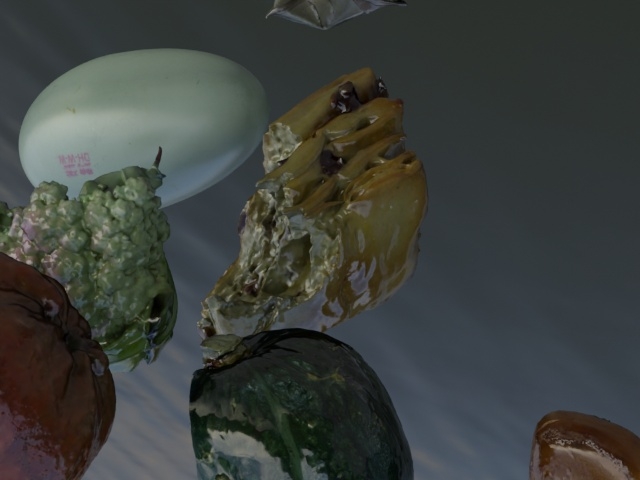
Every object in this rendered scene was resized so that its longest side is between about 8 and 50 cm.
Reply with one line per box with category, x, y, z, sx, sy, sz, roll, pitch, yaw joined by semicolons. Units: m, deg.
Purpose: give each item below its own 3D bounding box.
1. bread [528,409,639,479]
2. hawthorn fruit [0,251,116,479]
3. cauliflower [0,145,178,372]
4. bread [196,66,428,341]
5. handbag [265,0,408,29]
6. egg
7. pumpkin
bread;0.282;0.251;1.438;0.129;0.126;0.044;12;-175;19
hawthorn fruit;-0.311;0.135;1.168;0.258;0.262;0.258;44;158;23
cauliflower;-0.237;0.010;1.435;0.239;0.315;0.256;-16;126;23
bread;0.000;0.000;1.717;0.191;0.370;0.314;31;149;24
handbag;0.075;-0.267;1.197;0.270;0.182;0.117;-10;119;44
egg;-0.251;-0.157;1.912;0.371;0.230;0.230;-14;145;15
pumpkin;-0.008;0.211;1.385;0.197;0.293;0.263;-11;106;7
